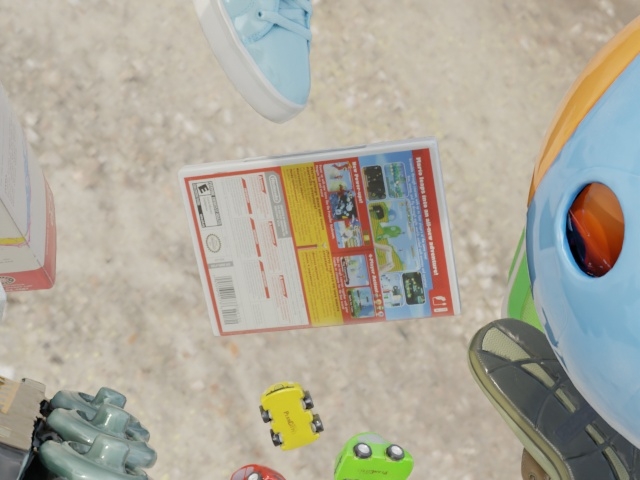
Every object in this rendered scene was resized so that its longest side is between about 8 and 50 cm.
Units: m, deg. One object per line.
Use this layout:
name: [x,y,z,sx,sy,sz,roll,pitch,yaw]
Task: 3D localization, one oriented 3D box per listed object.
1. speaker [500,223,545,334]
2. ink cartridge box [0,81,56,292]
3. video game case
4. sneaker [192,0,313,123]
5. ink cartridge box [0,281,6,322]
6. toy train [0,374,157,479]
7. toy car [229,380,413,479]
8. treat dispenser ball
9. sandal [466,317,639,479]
speaker: [0.328,0.030,1.624,0.131,0.296,0.131,4,46,-5]
ink cartridge box: [-0.407,-0.049,1.229,0.306,0.226,0.131,93,-7,-66]
video game case: [0.000,0.000,1.328,0.025,0.285,0.204,-66,148,-66]
sneaker: [-0.049,-0.311,1.270,0.135,0.150,0.366,3,70,-53]
ink cartridge box: [-0.373,0.049,1.017,0.176,0.127,0.128,-13,62,-32]
toy train: [-0.212,0.149,0.777,0.190,0.142,0.334,26,-3,-10]
toy car: [0.002,0.258,1.458,0.225,0.239,0.053,8,34,-20]
treat dispenser ball: [0.254,-0.005,0.646,0.288,0.288,0.288,35,34,-28]
sandal: [0.247,0.216,1.218,0.120,0.086,0.303,-22,73,-33]
